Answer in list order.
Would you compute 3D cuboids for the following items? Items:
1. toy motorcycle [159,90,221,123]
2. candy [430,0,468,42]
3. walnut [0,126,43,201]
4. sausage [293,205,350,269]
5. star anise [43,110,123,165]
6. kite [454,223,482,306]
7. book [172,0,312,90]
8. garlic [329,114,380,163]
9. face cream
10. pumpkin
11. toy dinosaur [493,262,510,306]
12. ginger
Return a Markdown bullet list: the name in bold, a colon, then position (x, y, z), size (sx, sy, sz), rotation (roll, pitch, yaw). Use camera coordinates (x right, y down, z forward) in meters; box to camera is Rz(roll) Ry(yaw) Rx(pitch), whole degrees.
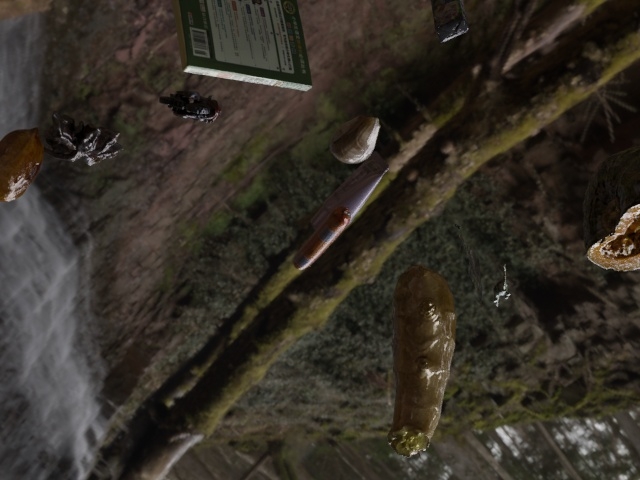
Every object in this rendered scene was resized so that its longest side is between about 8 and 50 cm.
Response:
- **toy motorcycle**: position (-0.366, -0.387, 2.015), size (0.213, 0.122, 0.082), rotation (23, -78, 43)
- **candy**: position (0.364, -0.688, 2.028), size (0.088, 0.061, 0.312), rotation (-21, -137, 25)
- **walnut**: position (-0.720, -0.183, 1.662), size (0.116, 0.116, 0.207), rotation (-8, -125, 52)
- **sausage**: position (0.000, 0.000, 1.805), size (0.053, 0.053, 0.348), rotation (-57, -176, -33)
- **star anise**: position (-0.599, -0.240, 1.722), size (0.231, 0.209, 0.089), rotation (-11, -117, 24)
- **kite**: position (0.452, 0.068, 2.153), size (0.015, 0.169, 0.310), rotation (-11, -154, 3)
- **book**: position (-0.141, -0.382, 1.283), size (0.027, 0.264, 0.202), rotation (-27, -111, 49)
- **garlic**: position (0.075, -0.233, 1.676), size (0.101, 0.087, 0.195), rotation (-65, -164, -9)
- **face cream**: position (0.090, -0.128, 2.008), size (0.274, 0.096, 0.154), rotation (-50, -160, 11)
- **pumpkin**: position (0.747, -0.094, 1.611), size (0.325, 0.242, 0.232), rotation (118, -15, -57)
- **toy dinosaur**: position (0.478, 0.136, 1.866), size (0.037, 0.180, 0.058), rotation (5, -134, -2)
- **ginger**: position (0.188, 0.238, 1.440), size (0.236, 0.166, 0.375), rotation (132, -22, -79)
